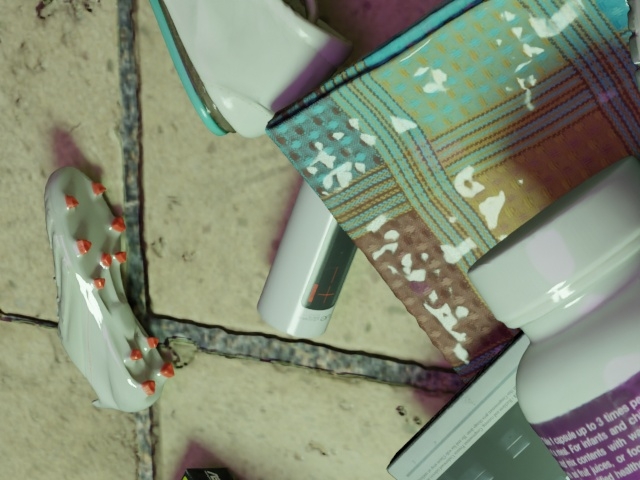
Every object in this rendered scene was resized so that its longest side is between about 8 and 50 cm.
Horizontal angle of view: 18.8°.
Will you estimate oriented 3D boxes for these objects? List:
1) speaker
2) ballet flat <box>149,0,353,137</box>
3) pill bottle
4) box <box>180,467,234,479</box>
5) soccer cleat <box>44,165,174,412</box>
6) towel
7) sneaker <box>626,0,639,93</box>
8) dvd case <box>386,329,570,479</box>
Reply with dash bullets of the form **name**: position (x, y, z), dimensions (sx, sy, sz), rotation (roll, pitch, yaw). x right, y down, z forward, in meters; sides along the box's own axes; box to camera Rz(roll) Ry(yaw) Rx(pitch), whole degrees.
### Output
- **speaker**: position (0.000, 0.000, 1.363), dimensions (0.055, 0.055, 0.136), rotation (30, 117, 17)
- **ballet flat**: position (-0.100, -0.265, 1.308), dimensions (0.139, 0.139, 0.400), rotation (-24, 97, 32)
- **pill bottle**: position (0.224, 0.105, 1.165), dimensions (0.169, 0.169, 0.301), rotation (-35, 91, 32)
- **box**: position (-0.084, 0.302, 1.460), dimensions (0.184, 0.045, 0.190), rotation (55, 129, 44)
- **soccer cleat**: position (-0.177, 0.041, 1.467), dimensions (0.076, 0.068, 0.196), rotation (-13, 102, 34)
- **towel**: position (0.176, -0.057, 1.221), dimensions (0.370, 0.040, 0.271), rotation (-30, 106, 31)
- **sneaker**: position (0.282, -0.047, 1.099), dimensions (0.129, 0.111, 0.297), rotation (-35, 96, 23)
- **dvd case**: position (0.188, 0.176, 1.307), dimensions (0.239, 0.029, 0.179), rotation (41, 121, 0)
